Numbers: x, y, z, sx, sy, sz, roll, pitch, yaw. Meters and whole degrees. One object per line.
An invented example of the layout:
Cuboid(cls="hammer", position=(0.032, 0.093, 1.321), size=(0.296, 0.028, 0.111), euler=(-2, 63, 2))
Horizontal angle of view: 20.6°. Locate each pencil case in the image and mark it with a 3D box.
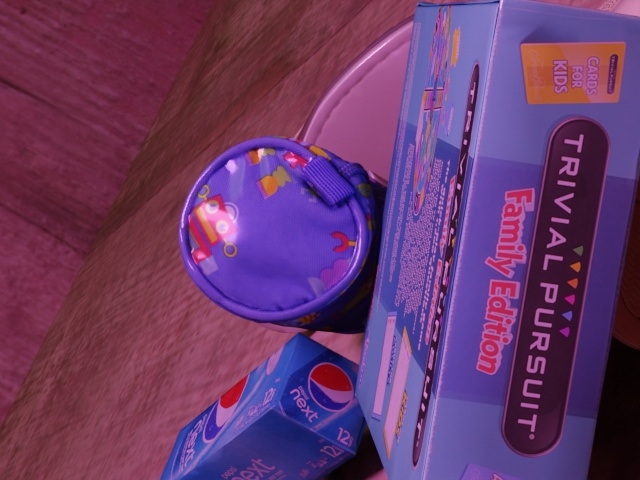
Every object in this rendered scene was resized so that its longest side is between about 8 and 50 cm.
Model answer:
Cuboid(cls="pencil case", position=(0.000, 0.000, 1.228), size=(0.133, 0.119, 0.306), euler=(-46, -11, 5))

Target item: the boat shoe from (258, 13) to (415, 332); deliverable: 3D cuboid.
Cuboid(cls="boat shoe", position=(0.029, -0.069, 1.490), size=(0.324, 0.116, 0.097), euler=(-59, 16, 27))

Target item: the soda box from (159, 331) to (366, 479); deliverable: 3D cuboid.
Cuboid(cls="soda box", position=(-0.042, 0.145, 1.277), size=(0.210, 0.071, 0.067), euler=(-42, 22, 52))

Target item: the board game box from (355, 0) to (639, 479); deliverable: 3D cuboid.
Cuboid(cls="board game box", position=(0.087, 0.002, 0.942), size=(0.336, 0.079, 0.254), euler=(-115, 33, -82))

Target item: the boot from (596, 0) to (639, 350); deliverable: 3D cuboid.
Cuboid(cls="boot", position=(0.179, -0.051, 0.961), size=(0.203, 0.095, 0.262), euler=(144, 144, -71))

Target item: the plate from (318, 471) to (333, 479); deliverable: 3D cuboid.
Cuboid(cls="plate", position=(-0.034, 0.210, 1.318), size=(0.188, 0.024, 0.188), euler=(-54, 15, 21))
